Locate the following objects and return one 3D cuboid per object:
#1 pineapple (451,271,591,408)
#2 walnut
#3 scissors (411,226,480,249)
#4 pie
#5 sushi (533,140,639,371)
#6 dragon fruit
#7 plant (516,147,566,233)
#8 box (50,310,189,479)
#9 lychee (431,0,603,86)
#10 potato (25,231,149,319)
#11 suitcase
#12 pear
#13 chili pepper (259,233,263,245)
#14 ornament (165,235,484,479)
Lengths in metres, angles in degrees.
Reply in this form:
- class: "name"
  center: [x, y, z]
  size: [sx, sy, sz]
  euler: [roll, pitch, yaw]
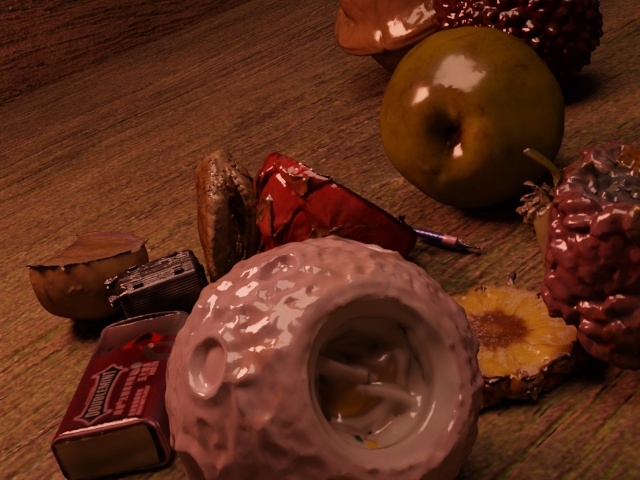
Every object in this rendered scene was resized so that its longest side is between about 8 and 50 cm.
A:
- class: "pineapple"
  center: [0.179, 0.102, 1.015]
  size: [0.221, 0.047, 0.221]
  euler: [-10, 25, 5]
- class: "walnut"
  center: [0.187, -0.522, 2.032]
  size: [0.383, 0.384, 0.383]
  euler: [-13, 23, 6]
- class: "scissors"
  center: [0.159, 0.000, 1.277]
  size: [0.113, 0.012, 0.039]
  euler: [15, -5, 42]
- class: "pie"
  center: [-0.129, -0.026, 1.317]
  size: [0.079, 0.193, 0.163]
  euler: [-9, 26, -19]
- class: "sushi"
  center: [0.322, 0.005, 0.956]
  size: [0.236, 0.171, 0.270]
  euler: [7, 25, 20]
- class: "dragon fruit"
  center: [-0.001, -0.001, 1.243]
  size: [0.148, 0.218, 0.224]
  euler: [-62, 22, 0]
- class: "plant"
  center: [0.298, -0.064, 1.226]
  size: [0.116, 0.122, 0.104]
  euler: [-15, 10, 20]
- class: "box"
  center: [-0.205, 0.165, 1.081]
  size: [0.120, 0.069, 0.224]
  euler: [-12, 24, 9]
- class: "lychee"
  center: [0.332, -0.387, 1.715]
  size: [0.306, 0.306, 0.330]
  euler: [-4, 23, 25]
- class: "potato"
  center: [-0.300, 0.049, 1.373]
  size: [0.138, 0.098, 0.243]
  euler: [-6, 12, 6]
- class: "suitcase"
  center: [-0.205, 0.070, 1.276]
  size: [0.126, 0.086, 0.059]
  euler: [-19, 38, -9]
- class: "pear"
  center: [0.215, -0.172, 1.369]
  size: [0.253, 0.253, 0.307]
  euler: [-2, 20, 30]
- class: "chili pepper"
  center: [-0.089, -0.022, 1.430]
  size: [0.063, 0.071, 0.272]
  euler: [-21, 25, -1]
- class: "ornament"
  center: [-0.002, 0.127, 0.812]
  size: [0.259, 0.259, 0.225]
  euler: [-28, 0, -28]
